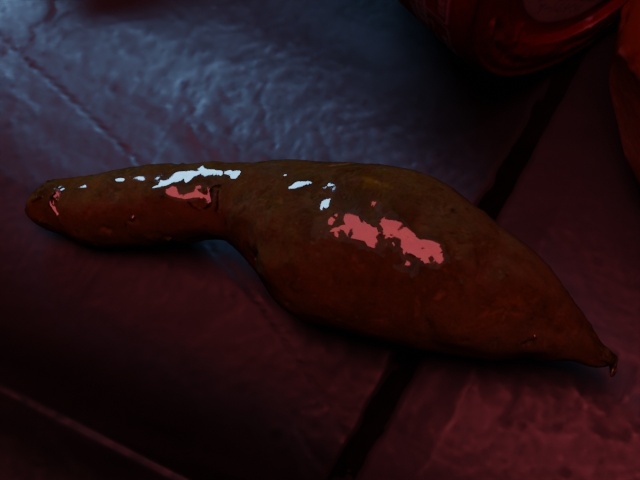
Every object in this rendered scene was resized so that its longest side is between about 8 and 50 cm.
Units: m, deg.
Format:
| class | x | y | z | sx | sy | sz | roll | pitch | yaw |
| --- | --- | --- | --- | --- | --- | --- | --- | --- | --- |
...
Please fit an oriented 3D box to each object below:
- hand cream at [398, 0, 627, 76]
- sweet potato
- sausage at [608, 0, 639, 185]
| class | x | y | z | sx | sy | sz | roll | pitch | yaw |
| --- | --- | --- | --- | --- | --- | --- | --- | --- | --- |
| hand cream | 0.093 | -0.176 | 0.715 | 0.193 | 0.193 | 0.125 | -38 | 69 | -13 |
| sweet potato | -0.002 | -0.002 | 0.704 | 0.269 | 0.075 | 0.075 | 14 | 67 | 15 |
| sausage | 0.204 | -0.020 | 0.668 | 0.133 | 0.133 | 0.258 | -17 | 63 | -4 |
